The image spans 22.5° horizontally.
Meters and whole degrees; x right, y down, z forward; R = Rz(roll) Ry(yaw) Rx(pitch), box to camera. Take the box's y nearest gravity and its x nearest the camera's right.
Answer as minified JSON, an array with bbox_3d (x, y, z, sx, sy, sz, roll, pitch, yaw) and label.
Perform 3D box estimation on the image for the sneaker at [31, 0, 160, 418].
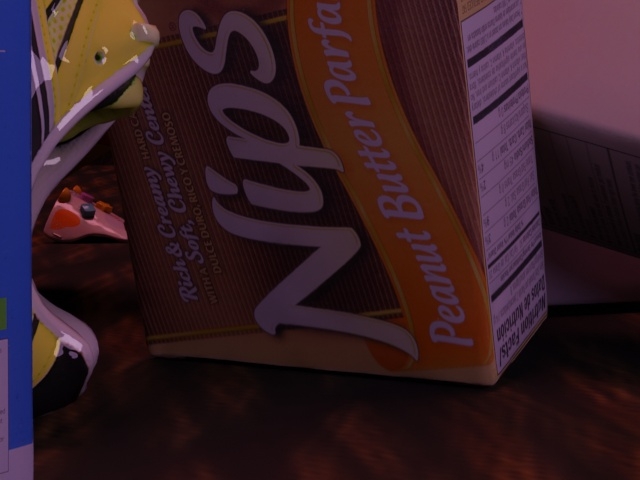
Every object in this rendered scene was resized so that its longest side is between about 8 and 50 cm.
[{"bbox_3d":[-0.133,-0.112,0.627,0.147,0.385,0.145,9,-4,-8],"label":"sneaker"}]

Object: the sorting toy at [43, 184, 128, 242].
[{"bbox_3d":[-0.195,-0.015,1.424,0.075,0.045,0.083,20,6,2],"label":"sorting toy"}]

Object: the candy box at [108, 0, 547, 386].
[{"bbox_3d":[-0.007,-0.098,0.723,0.183,0.316,0.087,3,23,27],"label":"candy box"}]

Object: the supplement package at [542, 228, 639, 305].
[{"bbox_3d":[0.068,-0.049,0.999,0.293,0.175,0.177,-2,4,-24],"label":"supplement package"}]

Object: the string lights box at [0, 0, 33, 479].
[{"bbox_3d":[-0.142,-0.039,0.398,0.076,0.260,0.133,4,6,36],"label":"string lights box"}]

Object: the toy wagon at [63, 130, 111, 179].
[{"bbox_3d":[-0.211,-0.077,0.958,0.344,0.068,0.267,-30,-14,17],"label":"toy wagon"}]

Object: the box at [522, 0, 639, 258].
[{"bbox_3d":[0.199,-0.059,0.781,0.311,0.121,0.148,20,-18,24],"label":"box"}]
